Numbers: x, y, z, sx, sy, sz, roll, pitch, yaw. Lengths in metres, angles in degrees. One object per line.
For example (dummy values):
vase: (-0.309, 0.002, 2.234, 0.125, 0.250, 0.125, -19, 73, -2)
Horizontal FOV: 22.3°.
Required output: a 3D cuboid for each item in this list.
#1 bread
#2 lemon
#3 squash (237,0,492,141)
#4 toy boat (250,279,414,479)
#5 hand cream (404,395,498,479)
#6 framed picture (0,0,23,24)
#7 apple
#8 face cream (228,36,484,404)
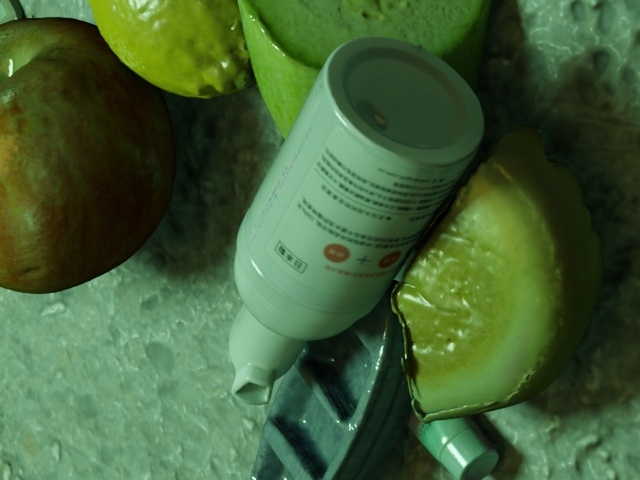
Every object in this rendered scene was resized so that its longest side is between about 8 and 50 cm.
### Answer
bread: (0.163, 0.044, 1.394, 0.156, 0.158, 0.261, 40, 121, 15)
lemon: (-0.122, -0.244, 1.549, 0.204, 0.204, 0.260, -50, 56, 34)
squash: (0.029, -0.156, 1.466, 0.236, 0.155, 0.204, 6, 69, 1)
toy boat: (0.021, 0.152, 1.543, 0.127, 0.078, 0.283, 55, 127, 45)
hand cream: (0.099, 0.155, 1.531, 0.174, 0.047, 0.076, 51, 126, 34)
framed picture: (-0.477, -0.272, 1.960, 0.289, 0.016, 0.213, -38, 72, 37)
apple: (-0.281, -0.077, 1.658, 0.301, 0.301, 0.302, 8, 102, 39)
face cream: (0.000, 0.000, 1.420, 0.145, 0.145, 0.370, 53, 137, 21)
